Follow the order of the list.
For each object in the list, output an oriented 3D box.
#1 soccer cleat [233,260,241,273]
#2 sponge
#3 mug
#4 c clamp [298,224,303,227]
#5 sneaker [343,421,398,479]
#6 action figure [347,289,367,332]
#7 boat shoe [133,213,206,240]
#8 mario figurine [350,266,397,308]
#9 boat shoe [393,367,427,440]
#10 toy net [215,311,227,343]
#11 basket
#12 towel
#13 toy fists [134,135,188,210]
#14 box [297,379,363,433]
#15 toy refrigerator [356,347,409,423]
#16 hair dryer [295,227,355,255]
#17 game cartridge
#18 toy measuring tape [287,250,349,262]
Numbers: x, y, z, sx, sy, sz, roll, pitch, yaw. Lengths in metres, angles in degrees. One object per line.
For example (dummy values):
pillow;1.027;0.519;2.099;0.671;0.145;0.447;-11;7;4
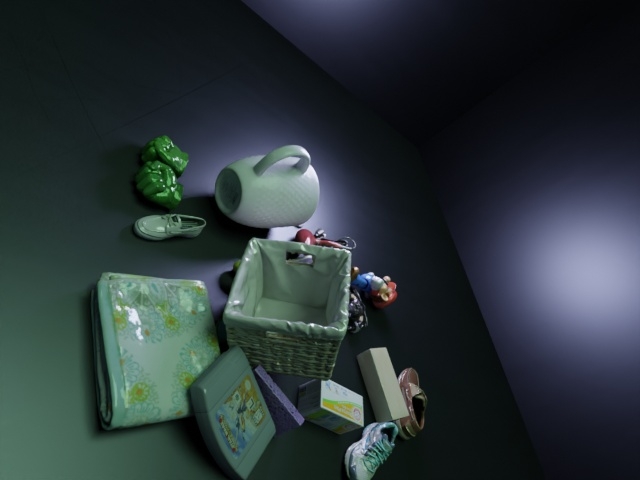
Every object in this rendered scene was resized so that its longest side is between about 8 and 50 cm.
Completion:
soccer cleat;-0.180;0.152;1.483;0.289;0.093;0.121;29;46;-35
sponge;-0.151;0.462;1.207;0.210;0.117;0.031;53;30;-3
mug;-0.184;-0.209;1.548;0.327;0.374;0.276;-7;61;-48
c clamp;-0.120;-0.125;1.889;0.160;0.022;0.137;29;45;-38
sneaker;0.177;0.703;1.417;0.110;0.122;0.283;55;32;1
action figure;0.101;0.286;1.736;0.284;0.099;0.186;9;47;-54
boat shoe;-0.462;-0.054;1.309;0.226;0.075;0.083;-7;66;-55
mario figurine;0.242;0.182;1.947;0.320;0.170;0.198;32;37;-30
boat shoe;0.386;0.662;1.739;0.123;0.116;0.325;44;33;-18
toy net;-0.274;0.213;1.307;0.232;0.045;0.122;-75;165;-65
basket;-0.087;0.205;1.253;0.327;0.267;0.332;7;39;2
towel;-0.404;0.265;1.080;0.320;0.090;0.375;12;52;-47
toy fists;-0.520;-0.233;1.382;0.142;0.096;0.279;27;43;-36
box;0.036;0.545;1.384;0.203;0.114;0.103;37;36;-29
toy refrigerator;0.239;0.569;1.657;0.102;0.094;0.270;8;54;-42
hair dryer;0.000;0.000;1.773;0.293;0.223;0.080;-23;123;-51
game cartridge;-0.222;0.454;1.090;0.198;0.062;0.298;-49;123;-61
toy measuring tape;0.002;0.102;1.782;0.329;0.121;0.122;-14;72;-39
